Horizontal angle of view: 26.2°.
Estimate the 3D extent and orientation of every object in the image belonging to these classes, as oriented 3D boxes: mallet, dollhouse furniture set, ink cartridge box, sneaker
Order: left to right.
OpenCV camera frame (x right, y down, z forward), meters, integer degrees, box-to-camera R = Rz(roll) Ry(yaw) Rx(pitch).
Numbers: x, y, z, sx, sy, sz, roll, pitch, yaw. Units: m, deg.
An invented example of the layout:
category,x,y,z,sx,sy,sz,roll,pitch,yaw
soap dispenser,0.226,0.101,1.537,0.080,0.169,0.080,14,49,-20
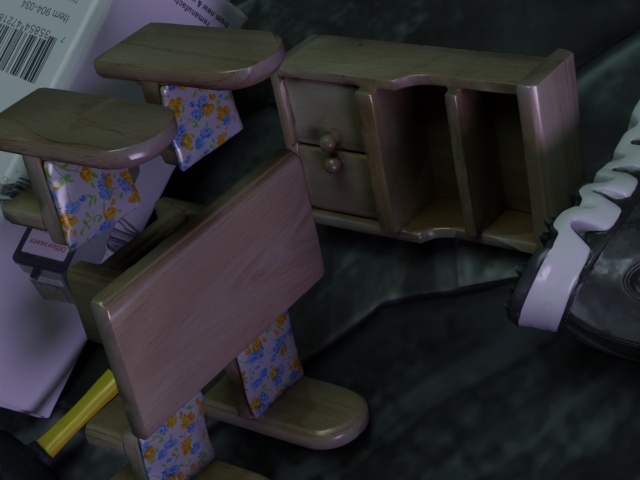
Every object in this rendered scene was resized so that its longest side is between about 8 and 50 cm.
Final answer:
category,x,y,z,sx,sy,sz,roll,pitch,yaw
ink cartridge box,-0.199,-0.059,0.827,0.198,0.115,0.272,24,85,38
mallet,-0.114,0.087,0.771,0.190,0.039,0.062,-40,52,-8
dollhouse furniture set,0.000,0.000,0.656,0.161,0.212,0.242,12,38,35
sneaker,0.188,-0.027,0.661,0.106,0.078,0.234,29,61,17
